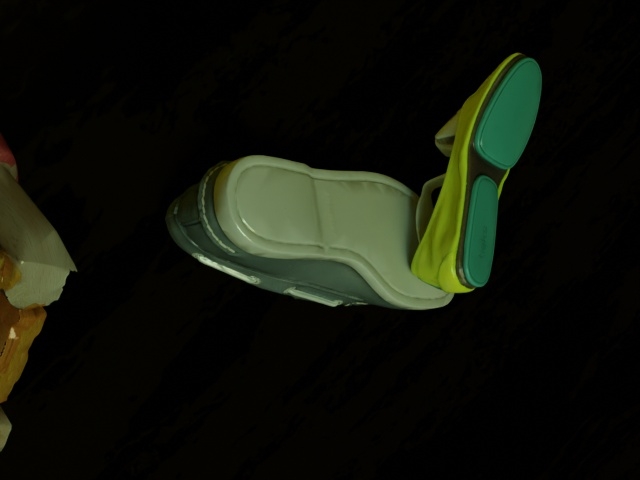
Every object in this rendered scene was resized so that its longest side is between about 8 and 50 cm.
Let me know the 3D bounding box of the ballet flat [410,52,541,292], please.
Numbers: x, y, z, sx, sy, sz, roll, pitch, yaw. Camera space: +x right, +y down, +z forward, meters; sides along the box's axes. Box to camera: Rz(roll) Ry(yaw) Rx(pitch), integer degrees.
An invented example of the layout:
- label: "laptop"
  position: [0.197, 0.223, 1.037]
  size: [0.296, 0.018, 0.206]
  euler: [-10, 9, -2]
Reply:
- label: "ballet flat"
  position: [0.132, -0.064, 1.310]
  size: [0.077, 0.077, 0.231]
  euler: [32, 69, -45]

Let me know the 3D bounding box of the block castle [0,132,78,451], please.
- label: "block castle"
  position: [-0.396, 0.115, 1.021]
  size: [0.303, 0.213, 0.453]
  euler: [-3, 130, -45]

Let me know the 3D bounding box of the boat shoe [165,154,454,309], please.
- label: "boat shoe"
  position: [0.000, 0.000, 1.291]
  size: [0.099, 0.116, 0.319]
  euler: [-17, 158, 38]
